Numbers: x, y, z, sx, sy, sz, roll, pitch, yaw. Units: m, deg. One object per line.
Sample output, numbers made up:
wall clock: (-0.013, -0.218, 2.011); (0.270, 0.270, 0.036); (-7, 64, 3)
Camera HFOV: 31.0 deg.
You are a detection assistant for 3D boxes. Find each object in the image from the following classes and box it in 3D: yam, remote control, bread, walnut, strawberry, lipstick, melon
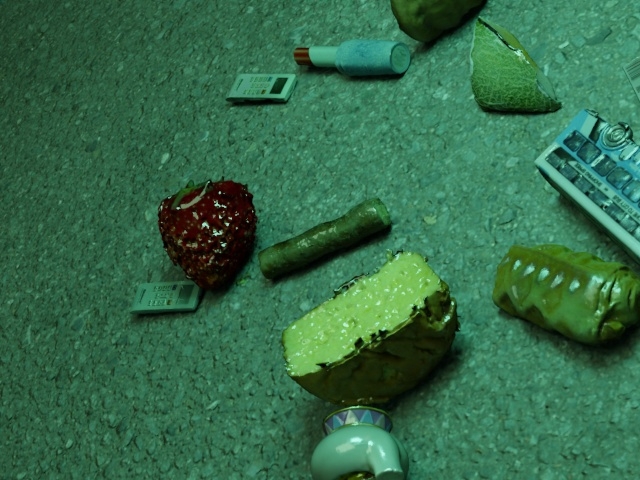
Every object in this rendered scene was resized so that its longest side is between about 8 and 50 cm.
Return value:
yam: (0.000, 0.000, 1.940); (0.253, 0.061, 0.061); (-24, 45, 26)
remote control: (-0.283, 0.107, 2.123); (0.162, 0.029, 0.061); (-4, 58, 33)
remote control: (-0.118, -0.305, 2.318); (0.166, 0.029, 0.065); (6, 61, 38)
bread: (0.337, 0.063, 1.583); (0.128, 0.088, 0.232); (-47, 34, -13)
walnut: (0.218, -0.479, 2.048); (0.141, 0.204, 0.238); (8, 63, 29)
strawberry: (-0.196, -0.014, 2.052); (0.186, 0.184, 0.202); (-7, 90, 14)
bread: (0.083, 0.146, 1.690); (0.260, 0.147, 0.160); (-36, 32, 3)
lipstick: (0.049, -0.346, 2.180); (0.274, 0.061, 0.068); (9, 67, 44)
melon: (0.308, -0.263, 1.888); (0.202, 0.093, 0.139); (54, 129, 22)

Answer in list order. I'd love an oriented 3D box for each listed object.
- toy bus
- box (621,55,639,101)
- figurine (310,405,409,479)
toy bus: (0.428, -0.064, 1.589); (0.131, 0.106, 0.297); (-43, 38, 7)
box: (0.494, -0.181, 1.663); (0.039, 0.055, 0.218); (-31, 43, 20)
figurine: (0.054, 0.361, 1.540); (0.189, 0.142, 0.263); (126, 152, -45)
